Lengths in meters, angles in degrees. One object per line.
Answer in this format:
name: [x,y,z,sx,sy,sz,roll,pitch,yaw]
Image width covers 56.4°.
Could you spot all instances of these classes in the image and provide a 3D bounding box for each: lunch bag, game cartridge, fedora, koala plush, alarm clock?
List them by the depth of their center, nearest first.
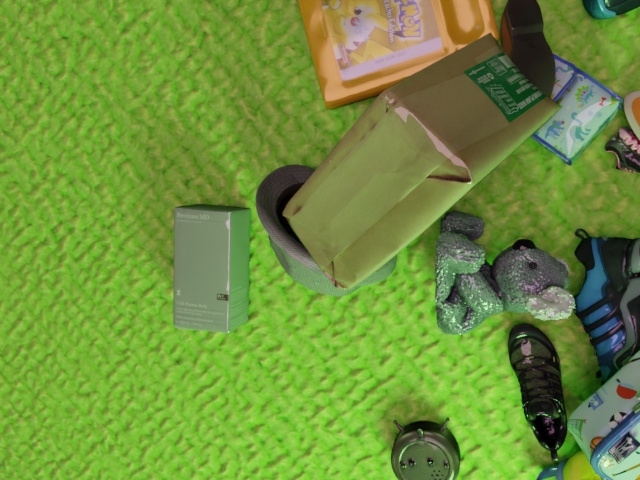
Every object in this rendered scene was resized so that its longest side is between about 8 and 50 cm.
lunch bag: [0.559,0.300,0.940,0.303,0.115,0.243,33,109,-23]
lunch bag: [0.396,-0.220,0.991,0.151,0.096,0.129,45,108,19]
koala plush: [0.309,0.068,1.006,0.221,0.196,0.203,2,109,14]
game cartridge: [0.127,-0.414,1.054,0.323,0.052,0.286,-15,93,16]
fedora: [0.000,0.000,1.075,0.275,0.244,0.124,28,132,1]
alarm clock: [0.202,0.434,1.135,0.129,0.064,0.192,-8,98,15]

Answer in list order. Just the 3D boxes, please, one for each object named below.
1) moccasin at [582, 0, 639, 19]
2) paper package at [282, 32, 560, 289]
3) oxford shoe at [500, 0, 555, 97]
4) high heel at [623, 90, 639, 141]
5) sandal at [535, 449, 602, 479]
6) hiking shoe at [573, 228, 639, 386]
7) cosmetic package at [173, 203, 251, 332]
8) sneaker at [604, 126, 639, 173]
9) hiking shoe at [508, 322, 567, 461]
moccasin: [0.448,-0.529,0.932,0.116,0.138,0.342,-14,107,11]
paper package: [0.150,-0.119,0.898,0.168,0.325,0.309,50,138,5]
oxford shoe: [0.335,-0.292,0.984,0.076,0.076,0.212,1,76,-1]
high heel: [0.598,-0.154,0.968,0.244,0.117,0.082,45,116,25]
sandal: [0.492,0.501,1.052,0.317,0.126,0.138,55,142,-4]
hiking shoe: [0.493,0.133,1.016,0.132,0.113,0.304,13,109,43]
cosmetic package: [-0.212,0.050,1.172,0.127,0.107,0.238,3,101,17]
sneaker: [0.525,-0.131,0.996,0.119,0.047,0.057,49,126,6]
hiking shoe: [0.386,0.257,1.036,0.086,0.114,0.227,-18,92,15]
